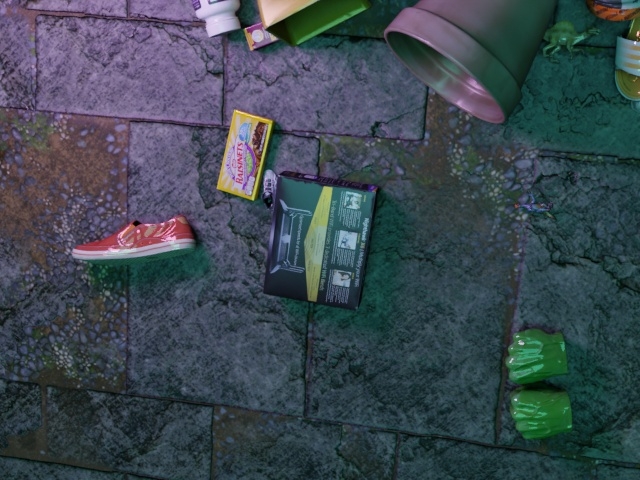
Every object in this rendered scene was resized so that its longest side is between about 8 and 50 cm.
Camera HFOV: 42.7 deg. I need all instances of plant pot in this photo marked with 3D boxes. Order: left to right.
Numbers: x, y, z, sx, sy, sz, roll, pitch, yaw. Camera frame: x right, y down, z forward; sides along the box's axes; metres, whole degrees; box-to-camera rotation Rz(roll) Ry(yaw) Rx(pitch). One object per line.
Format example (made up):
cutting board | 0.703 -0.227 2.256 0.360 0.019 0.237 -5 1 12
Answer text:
plant pot | -0.037 -0.578 1.820 0.212 0.212 0.187 -24 86 15
plant pot | 0.347 -0.453 1.743 0.323 0.323 0.280 38 91 -1

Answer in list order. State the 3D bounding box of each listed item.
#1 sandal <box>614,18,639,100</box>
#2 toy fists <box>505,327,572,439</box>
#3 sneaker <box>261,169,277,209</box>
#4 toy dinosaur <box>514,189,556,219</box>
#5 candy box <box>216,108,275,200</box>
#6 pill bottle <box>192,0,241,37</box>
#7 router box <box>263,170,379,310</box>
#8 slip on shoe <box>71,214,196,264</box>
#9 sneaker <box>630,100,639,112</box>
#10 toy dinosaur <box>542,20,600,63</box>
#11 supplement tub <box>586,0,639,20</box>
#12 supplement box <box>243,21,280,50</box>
sandal | 0.687 -0.437 1.765 0.102 0.076 0.265 19 105 41
toy fists | 0.524 0.349 2.000 0.142 0.096 0.279 -7 101 2
sneaker | -0.126 -0.122 2.011 0.038 0.069 0.098 -6 103 11
toy dinosaur | 0.502 -0.073 1.926 0.082 0.047 0.090 -10 113 31
candy box | -0.185 -0.210 2.019 0.105 0.027 0.206 19 106 14
pill bottle | -0.249 -0.576 1.900 0.108 0.108 0.193 -13 101 13
router box | 0.000 0.000 2.013 0.243 0.081 0.309 11 105 8
slip on shoe | -0.477 0.003 2.094 0.331 0.123 0.101 -10 79 13
sneaker | 0.769 -0.311 1.806 0.152 0.061 0.053 -14 99 12
toy dinosaur | 0.526 -0.448 1.830 0.183 0.053 0.092 11 88 20
supplement tub | 0.600 -0.622 1.621 0.207 0.207 0.338 -11 136 13
supplement box | -0.132 -0.487 1.935 0.083 0.043 0.055 -18 99 14
